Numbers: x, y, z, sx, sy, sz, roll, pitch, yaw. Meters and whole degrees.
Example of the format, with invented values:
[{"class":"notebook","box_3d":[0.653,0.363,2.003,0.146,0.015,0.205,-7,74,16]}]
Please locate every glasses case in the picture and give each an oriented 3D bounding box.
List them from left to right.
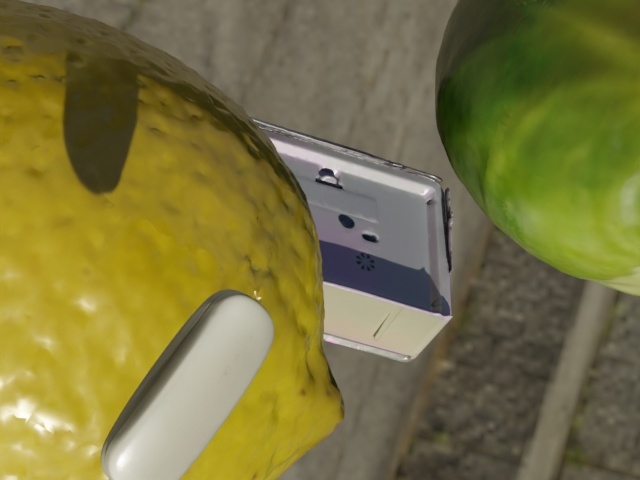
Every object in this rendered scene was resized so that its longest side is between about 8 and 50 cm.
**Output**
[{"class":"glasses case","box_3d":[-0.048,0.055,0.696,0.032,0.021,0.083,42,79,-37]}]

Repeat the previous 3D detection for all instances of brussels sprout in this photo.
[{"class":"brussels sprout","box_3d":[0.133,-0.054,0.750,0.162,0.181,0.143,-10,123,-32]}]

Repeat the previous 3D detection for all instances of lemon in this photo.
[{"class":"lemon","box_3d":[-0.161,0.034,0.982,0.336,0.336,0.336,14,90,-75]}]

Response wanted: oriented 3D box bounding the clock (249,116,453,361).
[{"class":"clock","box_3d":[0.000,0.000,1.449,0.071,0.192,0.147,125,-26,-44]}]
